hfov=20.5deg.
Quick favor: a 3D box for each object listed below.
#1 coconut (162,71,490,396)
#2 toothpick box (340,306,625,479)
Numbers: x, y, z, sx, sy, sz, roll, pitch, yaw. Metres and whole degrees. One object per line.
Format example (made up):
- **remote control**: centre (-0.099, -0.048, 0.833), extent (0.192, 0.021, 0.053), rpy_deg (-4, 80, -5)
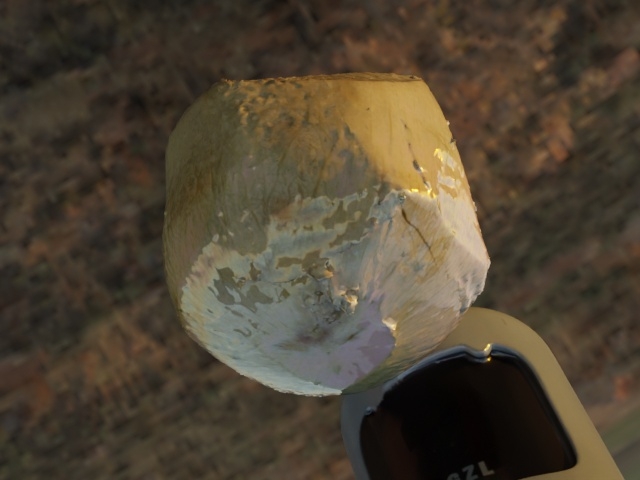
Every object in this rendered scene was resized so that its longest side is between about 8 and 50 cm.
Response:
- **coconut**: centre (0.000, 0.000, 1.562), extent (0.297, 0.254, 0.297), rpy_deg (-10, 144, -7)
- **toothpick box**: centre (0.155, 0.224, 1.696), extent (0.263, 0.354, 0.263), rpy_deg (-9, 129, -11)
